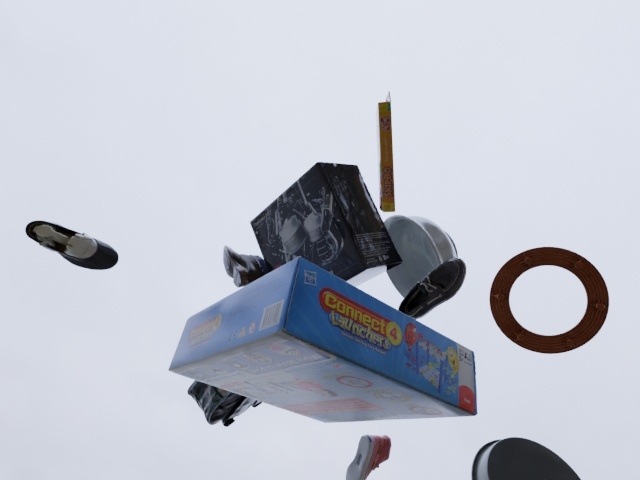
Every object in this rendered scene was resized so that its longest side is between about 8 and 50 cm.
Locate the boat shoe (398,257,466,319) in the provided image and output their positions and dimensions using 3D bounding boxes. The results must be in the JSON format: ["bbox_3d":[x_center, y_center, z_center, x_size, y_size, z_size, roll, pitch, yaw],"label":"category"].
[{"bbox_3d":[0.262,0.120,0.962,0.065,0.075,0.206,4,-46,-40],"label":"boat shoe"}]

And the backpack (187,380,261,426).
[{"bbox_3d":[-0.169,0.275,0.938,0.191,0.225,0.253,54,-55,18],"label":"backpack"}]

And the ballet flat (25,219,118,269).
[{"bbox_3d":[-0.535,0.007,0.862,0.203,0.074,0.074,22,-56,5],"label":"ballet flat"}]

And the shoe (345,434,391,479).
[{"bbox_3d":[0.130,0.600,1.083,0.081,0.063,0.177,12,-78,-26],"label":"shoe"}]

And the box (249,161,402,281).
[{"bbox_3d":[0.000,0.000,1.164,0.343,0.179,0.312,-35,-109,39],"label":"box"}]

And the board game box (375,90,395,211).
[{"bbox_3d":[0.148,-0.198,0.931,0.039,0.124,0.259,0,-83,5],"label":"board game box"}]

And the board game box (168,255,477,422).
[{"bbox_3d":[-0.005,0.169,0.565,0.302,0.086,0.308,31,-38,-27],"label":"board game box"}]

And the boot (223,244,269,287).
[{"bbox_3d":[-0.243,0.079,1.302,0.106,0.219,0.082,-4,-60,-29],"label":"boot"}]

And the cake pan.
[{"bbox_3d":[0.513,0.603,0.962,0.293,0.293,0.054,12,-56,-2],"label":"cake pan"}]

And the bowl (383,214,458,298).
[{"bbox_3d":[0.314,0.047,1.217,0.134,0.298,0.297,-20,-54,-20],"label":"bowl"}]

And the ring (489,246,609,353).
[{"bbox_3d":[0.699,0.186,1.241,0.337,0.032,0.336,1,-87,14],"label":"ring"}]
